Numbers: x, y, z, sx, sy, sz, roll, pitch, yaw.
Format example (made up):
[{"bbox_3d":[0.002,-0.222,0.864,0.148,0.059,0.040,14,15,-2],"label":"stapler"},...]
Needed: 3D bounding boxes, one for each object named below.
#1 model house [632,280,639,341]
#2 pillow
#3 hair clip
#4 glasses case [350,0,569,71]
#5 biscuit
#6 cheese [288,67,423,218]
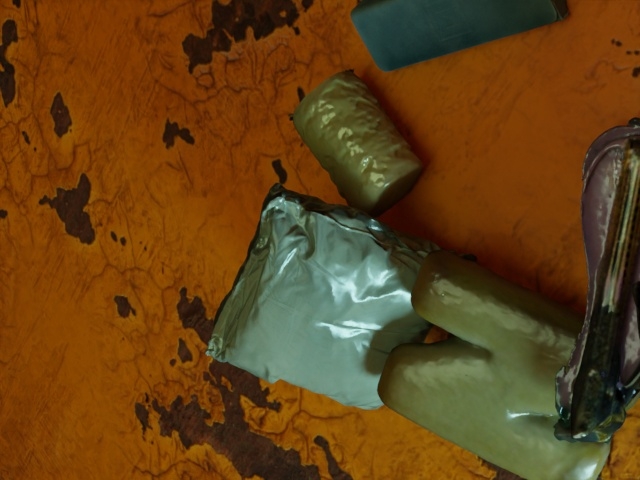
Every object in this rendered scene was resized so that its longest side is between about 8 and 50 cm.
[{"bbox_3d":[0.465,0.164,1.119,0.282,0.297,0.317,-10,88,17],"label":"model house"},{"bbox_3d":[0.020,0.088,1.508,0.283,0.138,0.310,17,129,-11],"label":"pillow"},{"bbox_3d":[0.323,0.051,1.264,0.110,0.095,0.359,15,92,51],"label":"hair clip"},{"bbox_3d":[0.152,-0.271,1.369,0.266,0.056,0.105,-10,96,45],"label":"glasses case"},{"bbox_3d":[0.219,0.160,1.394,0.290,0.062,0.237,27,121,14],"label":"biscuit"},{"bbox_3d":[0.044,-0.119,1.495,0.167,0.093,0.123,56,139,14],"label":"cheese"}]
